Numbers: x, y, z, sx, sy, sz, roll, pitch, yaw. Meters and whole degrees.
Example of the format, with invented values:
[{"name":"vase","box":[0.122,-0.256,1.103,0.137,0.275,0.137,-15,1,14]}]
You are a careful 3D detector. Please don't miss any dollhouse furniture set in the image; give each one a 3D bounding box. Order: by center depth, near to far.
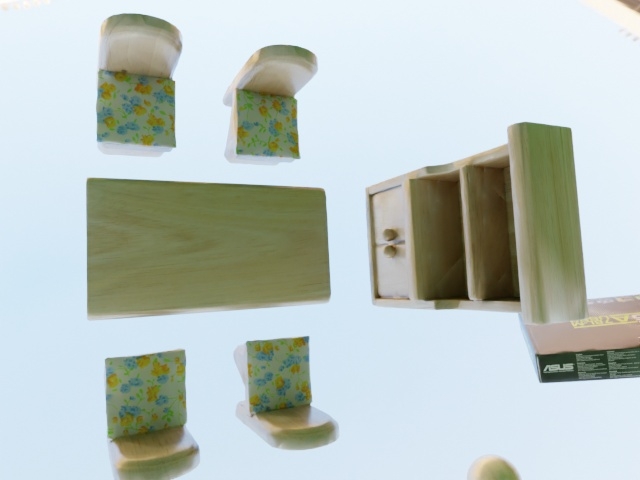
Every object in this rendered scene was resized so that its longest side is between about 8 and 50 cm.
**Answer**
[{"name":"dollhouse furniture set","box":[0.000,0.000,0.454,0.394,0.256,0.362,-1,-95,-26]}]

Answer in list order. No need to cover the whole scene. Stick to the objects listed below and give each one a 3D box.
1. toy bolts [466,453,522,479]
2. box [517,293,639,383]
[{"name":"toy bolts","box":[0.265,0.319,0.532,0.228,0.159,0.218,6,-167,30]},{"name":"box","box":[0.368,0.122,0.636,0.190,0.184,0.045,-8,-84,18]}]
